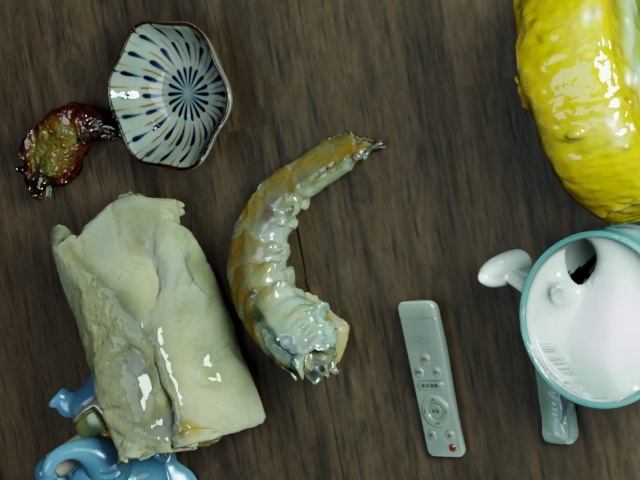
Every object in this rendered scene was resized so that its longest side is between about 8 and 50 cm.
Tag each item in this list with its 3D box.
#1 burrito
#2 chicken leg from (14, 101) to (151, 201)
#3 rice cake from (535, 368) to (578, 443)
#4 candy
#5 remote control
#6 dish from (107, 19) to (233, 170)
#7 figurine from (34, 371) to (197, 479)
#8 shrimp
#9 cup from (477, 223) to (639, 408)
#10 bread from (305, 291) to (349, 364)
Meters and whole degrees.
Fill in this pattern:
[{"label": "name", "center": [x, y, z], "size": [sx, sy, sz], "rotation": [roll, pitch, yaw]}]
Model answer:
[{"label": "burrito", "center": [-0.214, 0.103, 1.769], "size": [0.190, 0.135, 0.332], "rotation": [-22, 86, 11]}, {"label": "chicken leg", "center": [-0.309, -0.128, 1.876], "size": [0.253, 0.051, 0.106], "rotation": [-18, 95, 37]}, {"label": "rice cake", "center": [0.247, 0.126, 1.526], "size": [0.042, 0.030, 0.180], "rotation": [-2, 99, 42]}, {"label": "candy", "center": [0.267, -0.144, 1.317], "size": [0.118, 0.260, 0.260], "rotation": [-16, 90, 30]}, {"label": "remote control", "center": [0.128, 0.154, 1.627], "size": [0.050, 0.027, 0.184], "rotation": [-4, 102, 39]}, {"label": "dish", "center": [-0.167, -0.176, 1.749], "size": [0.191, 0.066, 0.190], "rotation": [6, 101, 34]}, {"label": "figurine", "center": [-0.279, 0.293, 1.873], "size": [0.154, 0.180, 0.262], "rotation": [-23, 94, 57]}, {"label": "shrimp", "center": [-0.028, 0.007, 1.677], "size": [0.185, 0.068, 0.287], "rotation": [18, 89, 37]}, {"label": "cup", "center": [0.299, 0.058, 1.384], "size": [0.300, 0.173, 0.167], "rotation": [18, 111, 33]}, {"label": "bread", "center": [-0.005, 0.108, 1.705], "size": [0.083, 0.035, 0.070], "rotation": [35, 115, 37]}]
